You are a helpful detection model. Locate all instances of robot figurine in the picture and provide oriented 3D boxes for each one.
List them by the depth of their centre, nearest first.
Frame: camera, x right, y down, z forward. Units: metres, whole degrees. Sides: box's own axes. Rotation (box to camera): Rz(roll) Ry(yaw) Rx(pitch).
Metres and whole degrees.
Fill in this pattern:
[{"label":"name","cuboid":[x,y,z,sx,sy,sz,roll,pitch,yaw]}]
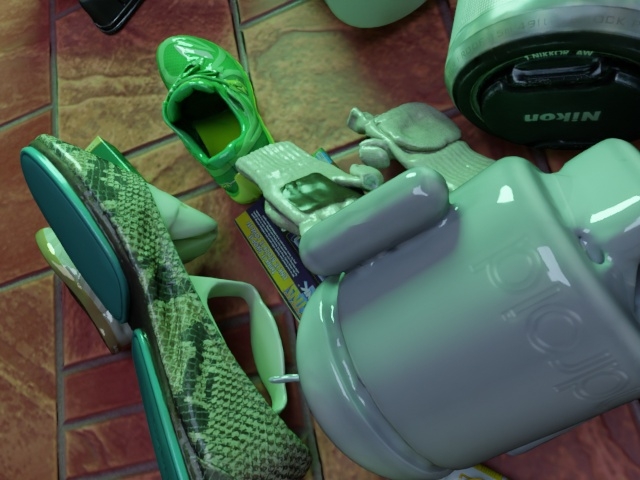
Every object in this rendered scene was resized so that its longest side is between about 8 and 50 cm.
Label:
[{"label":"robot figurine","cuboid":[0.121,0.070,0.452,0.353,0.199,0.300,-37,107,27]}]

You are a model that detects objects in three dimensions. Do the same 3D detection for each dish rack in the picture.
[{"label":"dish rack","cuboid":[-0.381,-0.491,0.919,0.272,0.074,0.208,37,87,28]}]

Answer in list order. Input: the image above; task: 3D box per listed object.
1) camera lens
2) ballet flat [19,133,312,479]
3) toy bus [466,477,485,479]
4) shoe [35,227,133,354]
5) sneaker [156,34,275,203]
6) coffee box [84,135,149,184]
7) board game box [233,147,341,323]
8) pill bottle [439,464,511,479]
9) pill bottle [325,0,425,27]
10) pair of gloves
[{"label":"camera lens","cuboid":[0.245,-0.239,0.519,0.220,0.219,0.274,7,76,23]},{"label":"ballet flat","cuboid":[-0.162,0.071,0.613,0.182,0.164,0.482,-21,69,-33]},{"label":"toy bus","cuboid":[0.091,0.272,0.398,0.212,0.220,0.149,-22,80,23]},{"label":"shoe","cuboid":[-0.305,0.056,0.724,0.058,0.076,0.219,-35,66,-22]},{"label":"sneaker","cuboid":[-0.142,-0.182,0.698,0.109,0.123,0.295,-36,61,6]},{"label":"coffee box","cuboid":[-0.292,-0.052,0.762,0.113,0.040,0.184,-46,64,2]},{"label":"board game box","cuboid":[0.000,0.000,0.632,0.141,0.048,0.170,-39,64,8]},{"label":"pill bottle","cuboid":[0.144,0.230,0.507,0.083,0.043,0.043,22,83,25]},{"label":"pill bottle","cuboid":[0.010,-0.453,0.681,0.210,0.210,0.362,-31,66,9]},{"label":"pair of gloves","cuboid":[0.050,-0.082,0.568,0.240,0.042,0.204,-21,42,-16]}]
